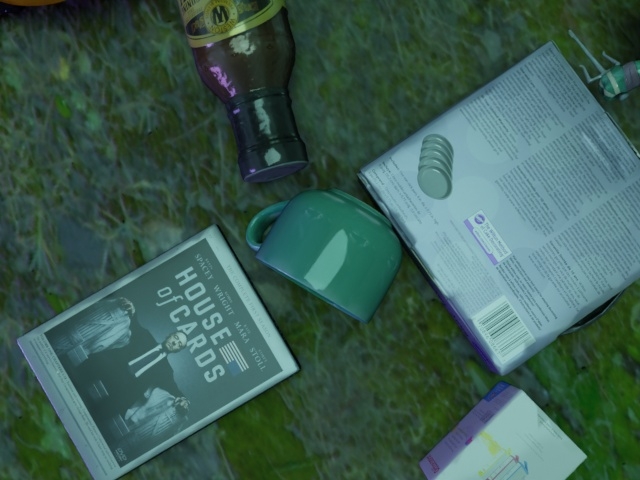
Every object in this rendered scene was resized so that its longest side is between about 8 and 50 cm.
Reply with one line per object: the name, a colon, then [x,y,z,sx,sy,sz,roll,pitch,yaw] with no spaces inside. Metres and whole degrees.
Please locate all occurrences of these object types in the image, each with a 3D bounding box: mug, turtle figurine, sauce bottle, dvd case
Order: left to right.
dvd case: [-0.166,0.118,0.853,0.238,0.029,0.179,-31,86,-2]
sauce bottle: [-0.086,-0.233,0.841,0.111,0.111,0.344,-17,85,-1]
mug: [0.004,0.001,0.811,0.157,0.129,0.097,31,85,2]
turtle figurine: [0.354,-0.194,0.819,0.175,0.118,0.234,-41,97,-22]

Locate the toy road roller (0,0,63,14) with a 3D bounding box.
toy road roller: [-0.286,-0.390,0.788,0.202,0.240,0.330,-10,85,-1]

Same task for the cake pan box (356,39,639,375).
cake pan box: [0.209,-0.030,0.845,0.245,0.070,0.267,-36,86,-1]

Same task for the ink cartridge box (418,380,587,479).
ink cartridge box: [0.170,0.223,0.811,0.143,0.092,0.090,-45,87,-2]
